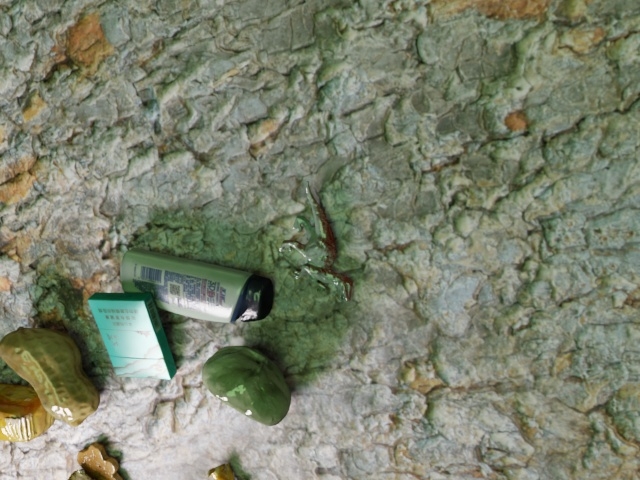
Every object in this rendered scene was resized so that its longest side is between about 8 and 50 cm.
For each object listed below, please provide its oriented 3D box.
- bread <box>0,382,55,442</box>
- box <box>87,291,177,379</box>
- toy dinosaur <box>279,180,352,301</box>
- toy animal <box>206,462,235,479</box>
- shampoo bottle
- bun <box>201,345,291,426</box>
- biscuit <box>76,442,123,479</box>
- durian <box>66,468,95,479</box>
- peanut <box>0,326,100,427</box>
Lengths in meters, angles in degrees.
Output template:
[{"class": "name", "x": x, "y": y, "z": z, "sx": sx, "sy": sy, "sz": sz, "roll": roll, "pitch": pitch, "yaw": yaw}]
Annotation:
[{"class": "bread", "x": -0.837, "y": 0.449, "z": 1.643, "sx": 0.288, "sy": 0.152, "sz": 0.119, "roll": 0, "pitch": 104, "yaw": 20}, {"class": "box", "x": -0.443, "y": 0.228, "z": 1.492, "sx": 0.161, "sy": 0.042, "sz": 0.226, "roll": 0, "pitch": 117, "yaw": 21}, {"class": "toy dinosaur", "x": 0.000, "y": 0.000, "z": 1.327, "sx": 0.167, "sy": 0.053, "sz": 0.242, "roll": 12, "pitch": 102, "yaw": 16}, {"class": "toy animal", "x": -0.227, "y": 0.576, "z": 1.490, "sx": 0.060, "sy": 0.081, "sz": 0.083, "roll": -33, "pitch": 67, "yaw": 19}, {"class": "shampoo bottle", "x": -0.284, "y": 0.113, "z": 1.433, "sx": 0.360, "sy": 0.078, "sz": 0.134, "roll": 11, "pitch": 107, "yaw": 17}, {"class": "bun", "x": -0.155, "y": 0.308, "z": 1.383, "sx": 0.212, "sy": 0.204, "sz": 0.126, "roll": 37, "pitch": 84, "yaw": -24}, {"class": "biscuit", "x": -0.563, "y": 0.613, "z": 1.635, "sx": 0.184, "sy": 0.027, "sz": 0.133, "roll": 48, "pitch": 114, "yaw": 6}, {"class": "durian", "x": -0.577, "y": 0.686, "z": 1.599, "sx": 0.224, "sy": 0.078, "sz": 0.140, "roll": 20, "pitch": 110, "yaw": 21}, {"class": "peanut", "x": -0.662, "y": 0.322, "z": 1.567, "sx": 0.159, "sy": 0.143, "sz": 0.291, "roll": -41, "pitch": 89, "yaw": 12}]
